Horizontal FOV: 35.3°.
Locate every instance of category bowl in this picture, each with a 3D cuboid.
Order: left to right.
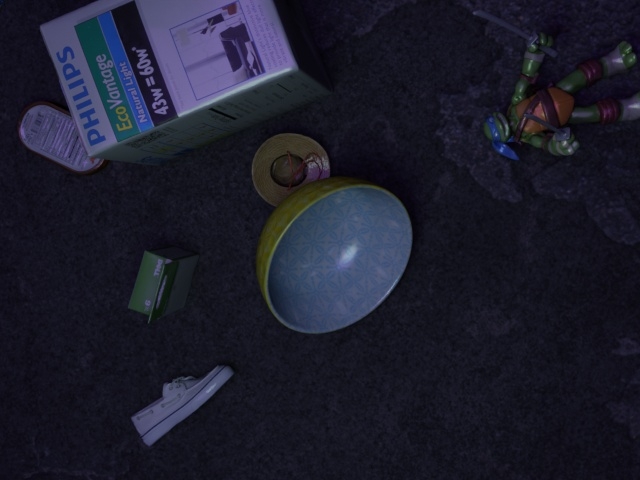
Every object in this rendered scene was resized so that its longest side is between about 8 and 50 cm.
[{"bbox_3d":[0.000,0.000,1.745,0.289,0.289,0.156,-54,42,9],"label":"bowl"}]

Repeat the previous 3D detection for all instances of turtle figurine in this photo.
[{"bbox_3d":[0.404,-0.244,1.638,0.266,0.197,0.274,-17,133,-7],"label":"turtle figurine"}]

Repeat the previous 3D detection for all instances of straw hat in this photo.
[{"bbox_3d":[-0.060,-0.125,1.809,0.145,0.061,0.144,-2,96,-16],"label":"straw hat"}]

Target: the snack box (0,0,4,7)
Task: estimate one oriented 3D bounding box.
[{"bbox_3d":[-0.644,-0.437,1.904,0.064,0.022,0.178,32,99,7],"label":"snack box"}]

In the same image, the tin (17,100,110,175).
[{"bbox_3d":[-0.481,-0.191,1.889,0.190,0.040,0.106,25,102,7],"label":"tin"}]

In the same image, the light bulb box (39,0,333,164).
[{"bbox_3d":[-0.204,-0.294,1.671,0.361,0.358,0.225,-21,89,9],"label":"light bulb box"}]

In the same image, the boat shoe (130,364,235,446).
[{"bbox_3d":[-0.262,0.291,1.861,0.226,0.083,0.075,-40,88,11],"label":"boat shoe"}]

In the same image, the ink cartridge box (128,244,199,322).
[{"bbox_3d":[-0.285,0.074,1.785,0.062,0.209,0.108,19,97,7],"label":"ink cartridge box"}]
